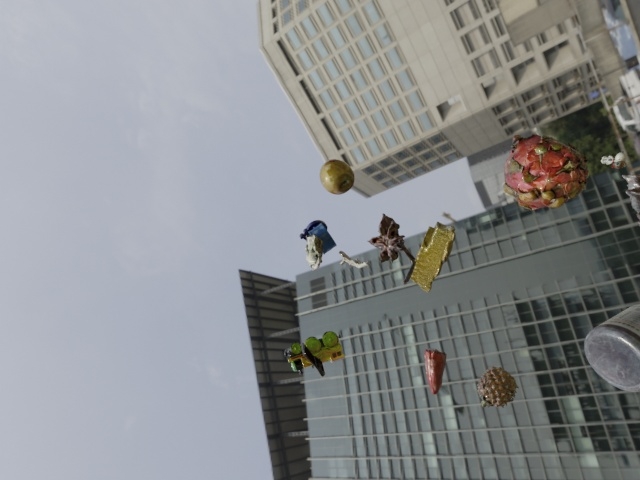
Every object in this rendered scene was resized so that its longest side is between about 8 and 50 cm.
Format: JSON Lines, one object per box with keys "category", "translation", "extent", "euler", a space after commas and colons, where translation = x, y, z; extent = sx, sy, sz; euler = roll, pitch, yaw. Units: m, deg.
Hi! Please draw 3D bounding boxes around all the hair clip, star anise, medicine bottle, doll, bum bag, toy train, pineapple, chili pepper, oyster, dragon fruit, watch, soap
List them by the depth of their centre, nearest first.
{"category": "medicine bottle", "translation": [0.809, 0.241, 1.000], "extent": [0.274, 0.165, 0.164], "euler": [-20, -91, -20]}
{"category": "star anise", "translation": [0.937, -0.081, 1.130], "extent": [0.236, 0.109, 0.223], "euler": [52, -143, -16]}
{"category": "doll", "translation": [1.004, -0.271, 1.396], "extent": [0.040, 0.085, 0.058], "euler": [11, -97, -16]}
{"category": "dragon fruit", "translation": [0.875, -0.240, 1.588], "extent": [0.315, 0.295, 0.262], "euler": [18, -149, -4]}
{"category": "pineapple", "translation": [0.793, 0.679, 1.851], "extent": [0.193, 0.166, 0.166], "euler": [-46, -62, -12]}
{"category": "bum bag", "translation": [-0.034, 0.546, 1.881], "extent": [0.159, 0.026, 0.109], "euler": [53, -176, -20]}
{"category": "star anise", "translation": [0.340, 0.038, 1.916], "extent": [0.148, 0.237, 0.345], "euler": [-23, -93, -35]}
{"category": "hair clip", "translation": [0.164, 0.110, 2.003], "extent": [0.034, 0.226, 0.072], "euler": [-13, -71, -33]}
{"category": "toy train", "translation": [-0.027, 0.562, 2.042], "extent": [0.100, 0.297, 0.160], "euler": [99, 154, -70]}
{"category": "oyster", "translation": [-0.029, 0.072, 2.247], "extent": [0.214, 0.084, 0.222], "euler": [96, 161, -44]}
{"category": "soap", "translation": [0.615, 0.097, 2.253], "extent": [0.338, 0.170, 0.304], "euler": [-66, -16, -11]}
{"category": "chili pepper", "translation": [0.656, 0.749, 2.336], "extent": [0.144, 0.137, 0.252], "euler": [109, 165, -81]}
{"category": "watch", "translation": [0.001, -0.008, 2.406], "extent": [0.196, 0.171, 0.200], "euler": [45, -177, -44]}

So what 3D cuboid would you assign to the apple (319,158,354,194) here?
{"category": "apple", "translation": [0.080, -0.325, 2.065], "extent": [0.183, 0.182, 0.155], "euler": [18, -158, -51]}
